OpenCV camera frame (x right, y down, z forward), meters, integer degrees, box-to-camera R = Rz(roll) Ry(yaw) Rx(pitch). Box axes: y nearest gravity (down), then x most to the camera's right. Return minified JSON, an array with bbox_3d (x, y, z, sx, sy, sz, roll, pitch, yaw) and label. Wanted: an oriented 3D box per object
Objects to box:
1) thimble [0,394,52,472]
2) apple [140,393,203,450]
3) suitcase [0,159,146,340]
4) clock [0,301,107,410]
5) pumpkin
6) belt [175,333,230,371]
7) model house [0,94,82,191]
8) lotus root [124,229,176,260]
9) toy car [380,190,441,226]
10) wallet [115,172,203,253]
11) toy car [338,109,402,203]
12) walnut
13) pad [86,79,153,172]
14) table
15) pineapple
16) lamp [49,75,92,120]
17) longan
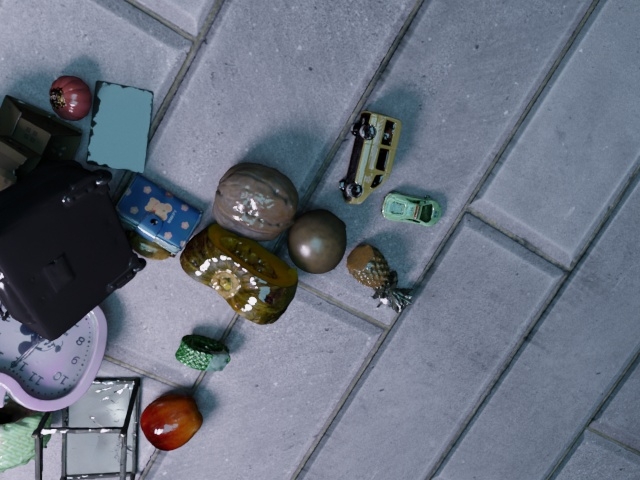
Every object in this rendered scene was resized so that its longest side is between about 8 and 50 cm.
[{"bbox_3d":[-0.837,0.500,1.396,0.219,0.219,0.150,4,106,-12],"label":"thimble"},{"bbox_3d":[-0.426,0.522,1.520,0.158,0.147,0.156,-28,88,-3],"label":"apple"},{"bbox_3d":[-0.606,0.025,1.201,0.189,0.339,0.345,21,138,22],"label":"suitcase"},{"bbox_3d":[-0.716,0.264,1.320,0.339,0.102,0.338,12,69,-35],"label":"clock"},{"bbox_3d":[-0.208,0.078,1.406,0.317,0.222,0.139,33,109,5],"label":"pumpkin"},{"bbox_3d":[-0.335,0.329,1.493,0.152,0.121,0.079,17,99,-20],"label":"belt"},{"bbox_3d":[-0.748,-0.227,1.229,0.244,0.204,0.211,30,100,0],"label":"model house"},{"bbox_3d":[-0.460,0.011,1.408,0.152,0.063,0.072,29,66,-15],"label":"lotus root"},{"bbox_3d":[0.270,-0.091,1.527,0.186,0.058,0.093,9,102,-13],"label":"toy car"},{"bbox_3d":[-0.424,-0.066,1.375,0.202,0.059,0.141,32,72,-17],"label":"wallet"},{"bbox_3d":[0.138,-0.221,1.441,0.125,0.101,0.256,9,102,-17],"label":"toy car"},{"bbox_3d":[-0.166,-0.099,1.367,0.225,0.224,0.224,-3,106,-10],"label":"walnut"},{"bbox_3d":[-0.508,-0.286,1.332,0.143,0.003,0.211,9,96,-14],"label":"pad"},{"bbox_3d":[-0.624,0.590,1.430,0.223,0.272,0.334,3,105,-12],"label":"table"},{"bbox_3d":[0.180,0.124,1.554,0.125,0.125,0.251,-43,119,3],"label":"pineapple"},{"bbox_3d":[-0.602,-0.342,1.265,0.108,0.092,0.107,5,103,24],"label":"lamp"},{"bbox_3d":[0.000,0.000,1.454,0.204,0.159,0.184,-38,134,-39],"label":"longan"}]
